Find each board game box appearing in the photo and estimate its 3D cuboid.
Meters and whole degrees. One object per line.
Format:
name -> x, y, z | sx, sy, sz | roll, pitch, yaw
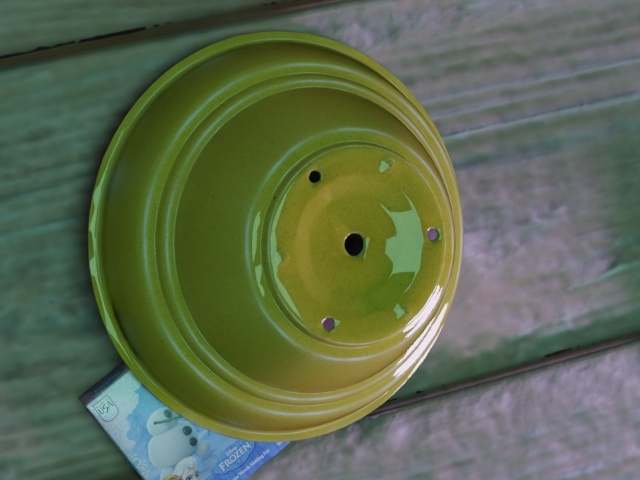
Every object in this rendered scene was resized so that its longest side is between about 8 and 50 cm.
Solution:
board game box -> -0.065, 0.090, 0.873 | 0.090, 0.020, 0.090 | -40, 108, -12

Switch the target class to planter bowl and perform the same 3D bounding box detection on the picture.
planter bowl -> 0.000, 0.000, 0.834 | 0.217, 0.090, 0.217 | -1, 92, -26
